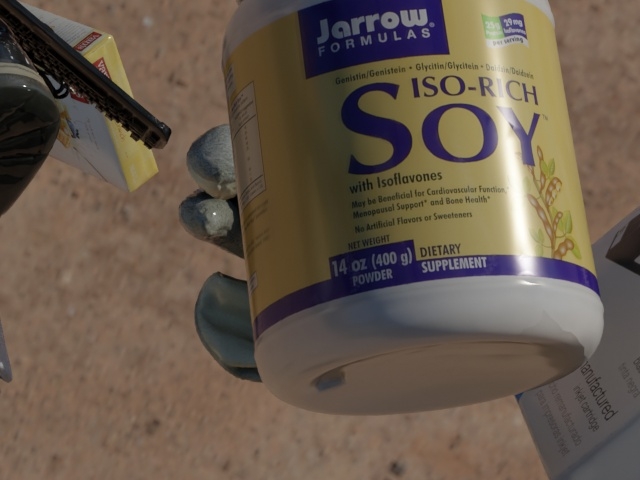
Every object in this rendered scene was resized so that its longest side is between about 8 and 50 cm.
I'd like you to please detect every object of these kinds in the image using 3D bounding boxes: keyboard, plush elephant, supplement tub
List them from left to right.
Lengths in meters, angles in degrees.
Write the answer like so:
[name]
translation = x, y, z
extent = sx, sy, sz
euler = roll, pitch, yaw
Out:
[keyboard]
translation = -0.174, -0.111, 1.144
extent = 0.192, 0.100, 0.038
euler = 41, 86, -4
[plush elephant]
translation = 0.000, 0.000, 1.876
extent = 0.272, 0.330, 0.255
euler = -27, 85, -26
[supplement tub]
translation = 0.057, -0.062, 1.326
extent = 0.241, 0.241, 0.331
euler = 0, 71, -23

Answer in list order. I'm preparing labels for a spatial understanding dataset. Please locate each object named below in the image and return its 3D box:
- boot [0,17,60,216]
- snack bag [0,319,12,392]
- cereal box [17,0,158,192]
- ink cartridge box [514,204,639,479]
[boot]
translation = -0.239, -0.063, 1.047
extent = 0.085, 0.236, 0.178
euler = 13, 43, -42
[snack bag]
translation = -0.399, -0.052, 1.838
extent = 0.037, 0.342, 0.323
euler = -20, 59, 5
[cereal box]
translation = -0.278, -0.157, 1.933
extent = 0.240, 0.173, 0.047
euler = 23, 52, 40
[ink cartridge box]
translation = 0.354, 0.056, 1.526
extent = 0.166, 0.395, 0.285
euler = 45, 11, -20
